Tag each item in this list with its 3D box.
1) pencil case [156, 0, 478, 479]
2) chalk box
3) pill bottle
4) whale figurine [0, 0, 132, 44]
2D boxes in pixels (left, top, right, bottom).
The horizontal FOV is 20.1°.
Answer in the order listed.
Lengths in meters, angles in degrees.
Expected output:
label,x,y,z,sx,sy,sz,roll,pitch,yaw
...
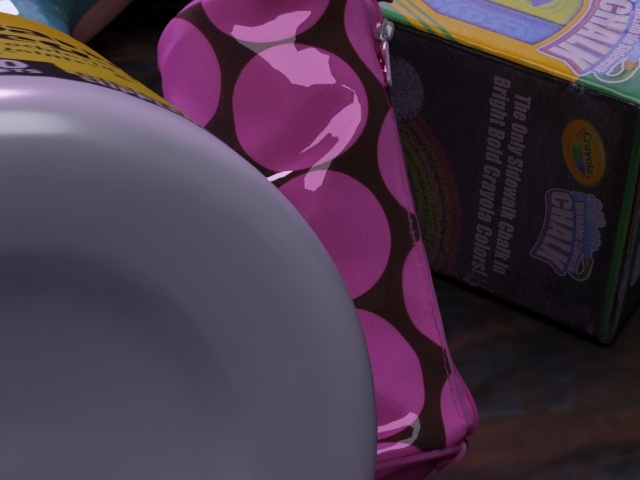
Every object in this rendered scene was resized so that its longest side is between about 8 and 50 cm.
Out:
label,x,y,z,sx,sy,sz,roll,pitch,yaw
pencil case,0.000,0.000,0.694,0.098,0.095,0.209,-12,76,-2
chalk box,0.110,-0.057,0.800,0.213,0.132,0.132,22,44,20
pill bottle,-0.115,0.023,0.581,0.188,0.188,0.334,-10,14,-14
whale figurine,-0.153,-0.173,0.914,0.216,0.141,0.272,4,45,1
